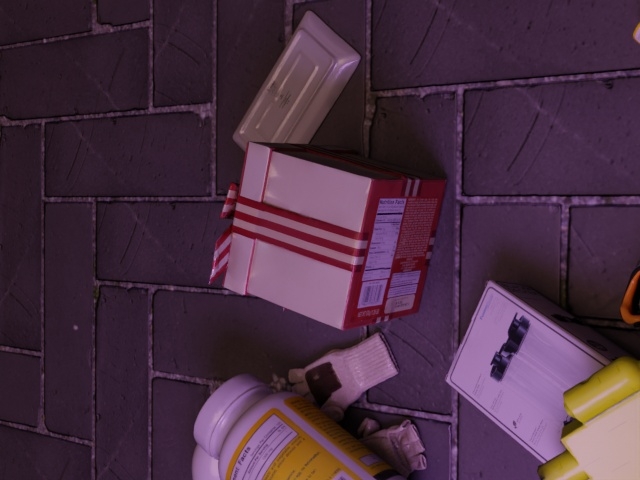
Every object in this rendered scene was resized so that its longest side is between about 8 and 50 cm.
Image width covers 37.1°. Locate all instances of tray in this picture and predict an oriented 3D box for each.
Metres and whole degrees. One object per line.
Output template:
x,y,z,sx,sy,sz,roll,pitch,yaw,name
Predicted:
-0.052,-0.237,1.598,0.145,0.030,0.270,48,117,27,tray

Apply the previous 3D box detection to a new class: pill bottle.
-0.033,0.352,1.456,0.334,0.188,0.188,34,111,30,pill bottle

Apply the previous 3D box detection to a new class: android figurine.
0.392,0.244,1.080,0.273,0.056,0.248,-36,88,22,android figurine

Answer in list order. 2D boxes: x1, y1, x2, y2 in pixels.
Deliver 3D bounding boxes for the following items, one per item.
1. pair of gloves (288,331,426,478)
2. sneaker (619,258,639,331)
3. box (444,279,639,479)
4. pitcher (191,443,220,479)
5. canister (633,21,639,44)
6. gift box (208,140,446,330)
0.056,0.287,1.521,0.204,0.042,0.240,-26,77,35,pair of gloves
0.443,0.024,1.195,0.084,0.083,0.215,29,107,35,sneaker
0.311,0.190,1.252,0.290,0.087,0.169,37,113,47,box
-0.128,0.428,1.629,0.177,0.125,0.207,-2,101,17,pitcher
0.483,-0.239,1.164,0.126,0.073,0.170,-51,62,26,canister
0.000,0.000,1.426,0.258,0.255,0.276,20,100,33,gift box
